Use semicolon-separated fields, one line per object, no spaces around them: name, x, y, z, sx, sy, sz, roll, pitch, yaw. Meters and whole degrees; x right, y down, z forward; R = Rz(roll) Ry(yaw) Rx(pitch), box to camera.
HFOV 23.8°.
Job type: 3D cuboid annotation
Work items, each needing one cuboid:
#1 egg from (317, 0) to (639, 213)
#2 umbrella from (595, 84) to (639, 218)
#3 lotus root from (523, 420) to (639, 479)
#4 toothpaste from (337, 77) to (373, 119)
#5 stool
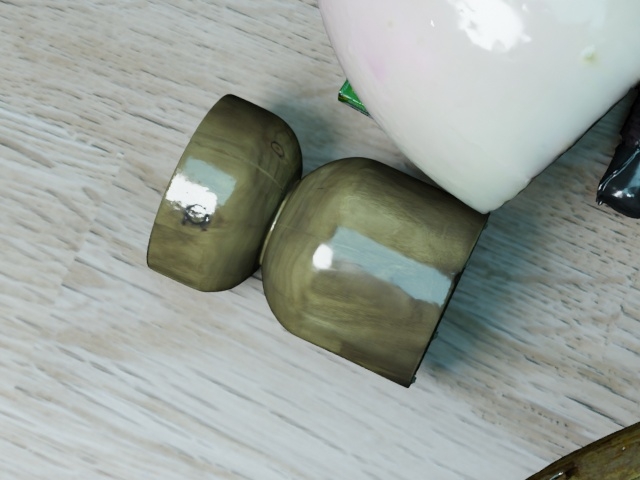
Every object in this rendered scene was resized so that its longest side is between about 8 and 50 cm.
egg;0.142;-0.251;1.291;0.340;0.354;0.354;45;85;0
umbrella;0.354;-0.167;1.428;0.090;0.094;0.326;28;82;20
lotus root;0.259;0.264;1.309;0.398;0.196;0.179;-27;70;-2
toothpaste;0.076;-0.206;1.471;0.043;0.037;0.178;29;83;2
stool;0.000;0.000;1.370;0.264;0.179;0.179;24;83;5
